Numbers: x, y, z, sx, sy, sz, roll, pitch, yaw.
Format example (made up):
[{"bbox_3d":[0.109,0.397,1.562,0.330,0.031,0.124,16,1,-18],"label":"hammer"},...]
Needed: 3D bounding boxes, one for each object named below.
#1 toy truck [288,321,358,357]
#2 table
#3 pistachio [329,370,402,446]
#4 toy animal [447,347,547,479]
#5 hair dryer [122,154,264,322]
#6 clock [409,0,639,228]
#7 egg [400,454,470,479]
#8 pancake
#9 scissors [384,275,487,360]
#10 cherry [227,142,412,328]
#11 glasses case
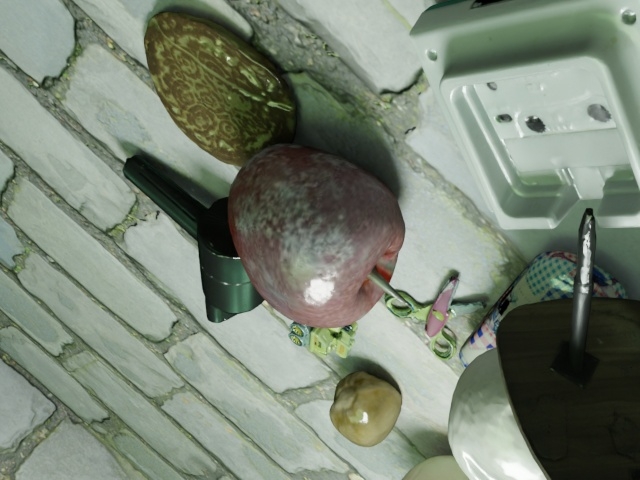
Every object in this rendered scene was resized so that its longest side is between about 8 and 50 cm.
[{"bbox_3d":[0.015,0.124,1.483,0.100,0.077,0.169,33,148,14],"label":"toy truck"},{"bbox_3d":[0.344,0.126,0.872,0.317,0.317,0.249,30,148,15],"label":"table"},{"bbox_3d":[0.077,0.289,1.619,0.186,0.126,0.108,86,168,-55],"label":"pistachio"},{"bbox_3d":[0.274,0.225,1.082,0.265,0.206,0.272,37,133,-4],"label":"toy animal"},{"bbox_3d":[-0.202,-0.012,1.530,0.302,0.116,0.244,41,151,19],"label":"hair dryer"},{"bbox_3d":[0.227,-0.125,0.901,0.262,0.116,0.231,-1,131,46],"label":"clock"},{"bbox_3d":[0.249,0.465,1.611,0.286,0.174,0.264,26,157,-28],"label":"egg"},{"bbox_3d":[-0.139,-0.196,1.268,0.250,0.031,0.250,26,146,19],"label":"pancake"},{"bbox_3d":[0.168,0.101,1.348,0.133,0.020,0.187,43,150,0],"label":"scissors"},{"bbox_3d":[0.000,0.000,1.208,0.285,0.213,0.236,40,142,15],"label":"cherry"},{"bbox_3d":[0.272,0.118,1.204,0.125,0.076,0.327,32,149,5],"label":"glasses case"}]
